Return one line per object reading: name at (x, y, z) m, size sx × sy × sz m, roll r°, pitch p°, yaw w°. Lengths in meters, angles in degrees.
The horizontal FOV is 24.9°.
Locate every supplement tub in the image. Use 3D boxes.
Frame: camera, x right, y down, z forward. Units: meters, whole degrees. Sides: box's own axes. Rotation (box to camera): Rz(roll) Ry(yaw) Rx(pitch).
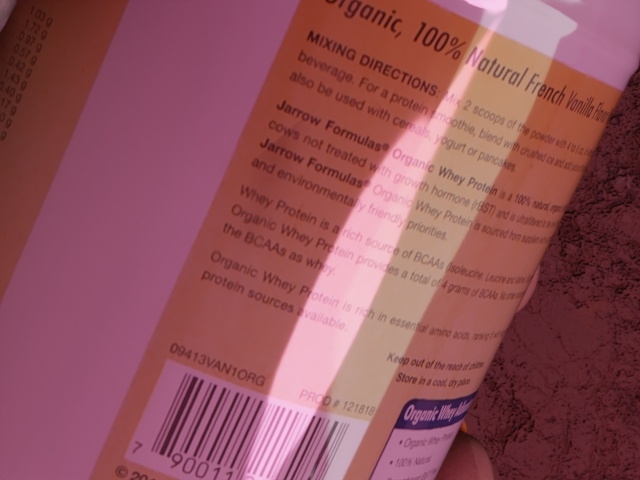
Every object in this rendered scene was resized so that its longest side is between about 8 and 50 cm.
supplement tub at (-0.025, -0.041, 0.510) m, size 0.316 × 0.228 × 0.228 m, roll -65°, pitch 168°, yaw 9°

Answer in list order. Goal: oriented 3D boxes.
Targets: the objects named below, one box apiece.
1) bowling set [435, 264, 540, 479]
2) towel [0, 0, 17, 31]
bowling set at (0.000, 0.000, 0.682) m, size 0.154 × 0.200 × 0.287 m, roll 178°, pitch -82°, yaw -72°
towel at (-0.175, 0.043, 0.274) m, size 0.325 × 0.038 × 0.248 m, roll -53°, pitch -176°, yaw -9°
